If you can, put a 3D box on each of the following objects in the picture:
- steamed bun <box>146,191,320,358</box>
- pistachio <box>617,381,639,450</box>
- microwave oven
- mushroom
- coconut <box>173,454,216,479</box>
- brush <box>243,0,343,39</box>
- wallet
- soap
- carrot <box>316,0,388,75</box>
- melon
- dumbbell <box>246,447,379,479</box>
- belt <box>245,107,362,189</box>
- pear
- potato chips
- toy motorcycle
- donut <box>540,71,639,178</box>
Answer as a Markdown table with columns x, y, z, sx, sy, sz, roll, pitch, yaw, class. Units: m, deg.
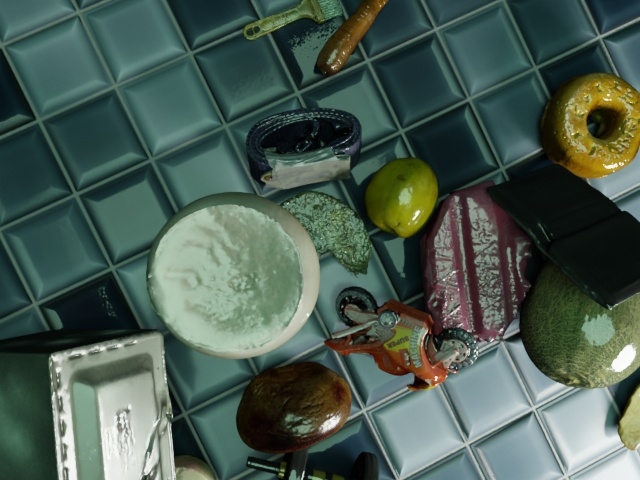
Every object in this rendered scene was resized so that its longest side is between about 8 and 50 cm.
| x | y | z | sx | sy | sz | roll | pitch | yaw | class |
| --- | --- | --- | --- | --- | --- | --- | --- | --- | --- |
| -0.163 | 0.066 | 1.160 | 0.325 | 0.206 | 0.323 | 0 | 90 | -2 | steamed bun |
| 0.708 | 0.376 | 1.322 | 0.090 | 0.049 | 0.172 | 28 | 88 | 18 | pistachio |
| -0.437 | 0.382 | 1.043 | 0.375 | 0.236 | 0.431 | -5 | 90 | 31 | microwave oven |
| -0.054 | 0.311 | 1.176 | 0.232 | 0.194 | 0.138 | -20 | 92 | -17 | mushroom |
| -0.271 | 0.497 | 1.169 | 0.147 | 0.153 | 0.146 | 0 | 88 | -8 | coconut |
| -0.062 | -0.475 | 1.279 | 0.218 | 0.010 | 0.082 | -24 | 91 | -6 | brush |
| 0.491 | -0.025 | 1.151 | 0.247 | 0.041 | 0.323 | -20 | 52 | -28 | wallet |
| 0.309 | 0.043 | 1.243 | 0.221 | 0.127 | 0.324 | -5 | 94 | -3 | soap |
| 0.074 | -0.446 | 1.273 | 0.059 | 0.059 | 0.247 | 37 | 83 | -4 | carrot |
| 0.533 | 0.135 | 1.207 | 0.249 | 0.248 | 0.329 | 30 | 69 | -4 | melon |
| 0.012 | 0.474 | 1.203 | 0.326 | 0.143 | 0.143 | 16 | 87 | -5 | dumbbell |
| -0.032 | -0.177 | 1.223 | 0.231 | 0.126 | 0.139 | -11 | 67 | -5 | belt |
| 0.162 | -0.090 | 1.227 | 0.149 | 0.149 | 0.162 | 21 | 81 | -5 | pear |
| 0.000 | 0.000 | 1.269 | 0.220 | 0.029 | 0.201 | 10 | 85 | -4 | potato chips |
| 0.153 | 0.201 | 1.196 | 0.298 | 0.089 | 0.171 | 21 | 118 | 20 | toy motorcycle |
| 0.579 | -0.244 | 1.290 | 0.227 | 0.114 | 0.226 | 0 | 90 | -4 | donut |
